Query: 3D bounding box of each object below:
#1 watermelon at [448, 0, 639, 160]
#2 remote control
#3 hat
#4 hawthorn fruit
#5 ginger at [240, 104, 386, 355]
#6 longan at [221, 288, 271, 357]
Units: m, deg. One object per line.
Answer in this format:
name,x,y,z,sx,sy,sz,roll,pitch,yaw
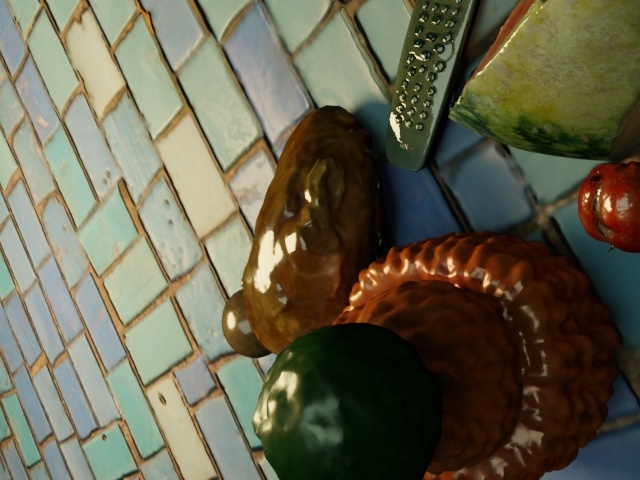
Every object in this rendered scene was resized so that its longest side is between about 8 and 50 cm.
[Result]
watermelon,0.219,-0.178,0.572,0.193,0.232,0.310,50,171,18
remote control,0.122,-0.186,0.733,0.072,0.042,0.222,26,114,33
hat,0.086,0.147,0.602,0.285,0.400,0.285,13,112,37
hawthorn fruit,0.281,-0.029,0.607,0.093,0.093,0.093,10,105,39
ginger,0.000,0.000,0.799,0.172,0.165,0.321,-135,58,-69
longan,-0.091,0.112,0.942,0.113,0.092,0.113,-5,83,43
